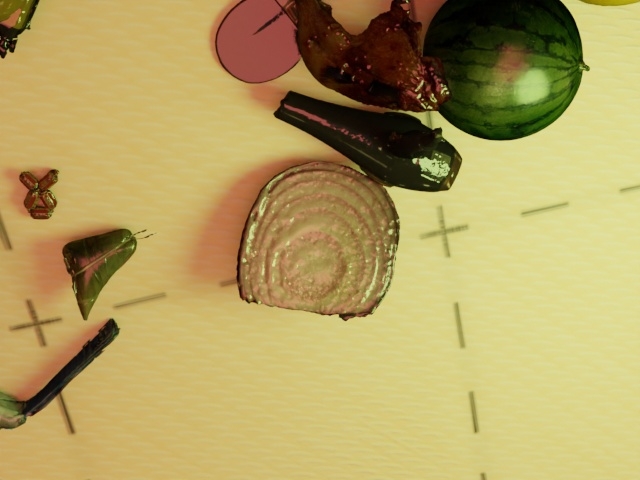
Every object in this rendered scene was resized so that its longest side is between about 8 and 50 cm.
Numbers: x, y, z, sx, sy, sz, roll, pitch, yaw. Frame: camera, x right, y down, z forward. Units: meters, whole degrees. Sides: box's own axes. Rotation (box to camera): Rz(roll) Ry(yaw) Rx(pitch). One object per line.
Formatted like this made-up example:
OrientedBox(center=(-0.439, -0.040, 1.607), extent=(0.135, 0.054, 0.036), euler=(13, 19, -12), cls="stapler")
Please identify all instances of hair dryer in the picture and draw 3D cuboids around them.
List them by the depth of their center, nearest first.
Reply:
OrientedBox(center=(0.096, -0.160, 1.500), extent=(0.304, 0.359, 0.120), euler=(24, 87, -9), cls="hair dryer")

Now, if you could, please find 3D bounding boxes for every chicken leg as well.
OrientedBox(center=(0.055, -0.290, 1.512), extent=(0.323, 0.083, 0.177), euler=(27, 121, 25), cls="chicken leg")

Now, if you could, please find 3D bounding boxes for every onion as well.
OrientedBox(center=(0.000, 0.000, 1.677), extent=(0.250, 0.111, 0.247), euler=(9, 86, 2), cls="onion")

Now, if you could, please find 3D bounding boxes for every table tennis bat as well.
OrientedBox(center=(-0.064, -0.334, 1.596), extent=(0.220, 0.019, 0.130), euler=(-37, 109, 8), cls="table tennis bat")

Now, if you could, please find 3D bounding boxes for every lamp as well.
OrientedBox(center=(-0.444, -0.072, 1.636), extent=(0.063, 0.031, 0.083), euler=(-1, 112, -4), cls="lamp")

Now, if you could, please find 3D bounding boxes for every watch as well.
OrientedBox(center=(-0.521, 0.156, 1.683), extent=(0.276, 0.068, 0.274), euler=(42, 99, -17), cls="watch")

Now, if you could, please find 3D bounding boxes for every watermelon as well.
OrientedBox(center=(0.273, -0.270, 1.541), extent=(0.243, 0.242, 0.242), euler=(-2, 109, -6), cls="watermelon")

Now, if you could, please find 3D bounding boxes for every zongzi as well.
OrientedBox(center=(-0.329, 0.049, 1.665), extent=(0.154, 0.062, 0.130), euler=(-16, 93, -8), cls="zongzi")

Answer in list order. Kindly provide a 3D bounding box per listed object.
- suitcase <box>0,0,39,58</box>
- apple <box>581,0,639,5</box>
OrientedBox(center=(-0.482, -0.402, 1.459), extent=(0.194, 0.143, 0.234), euler=(24, 104, -13), cls="suitcase")
OrientedBox(center=(0.418, -0.480, 1.466), extent=(0.233, 0.286, 0.285), euler=(2, 110, -29), cls="apple")
